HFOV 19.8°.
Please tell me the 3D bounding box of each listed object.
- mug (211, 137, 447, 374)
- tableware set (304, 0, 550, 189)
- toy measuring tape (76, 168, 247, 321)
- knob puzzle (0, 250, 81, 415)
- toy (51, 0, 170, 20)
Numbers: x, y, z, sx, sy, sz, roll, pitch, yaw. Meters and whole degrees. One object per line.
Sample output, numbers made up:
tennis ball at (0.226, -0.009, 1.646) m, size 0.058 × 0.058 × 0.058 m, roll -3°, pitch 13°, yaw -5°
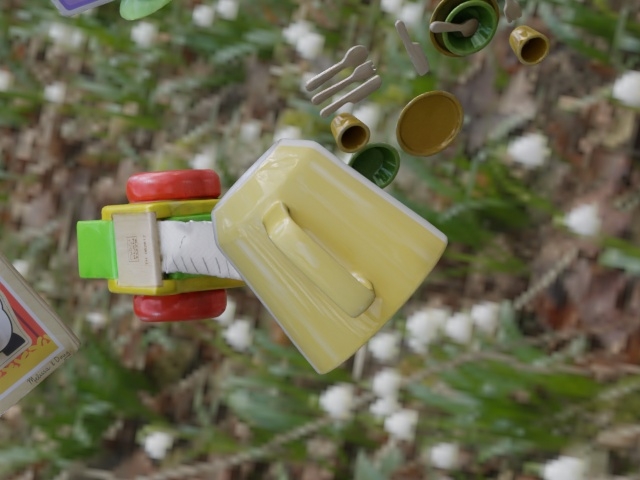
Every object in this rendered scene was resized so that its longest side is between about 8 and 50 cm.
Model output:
mug at (0.001, -0.002, 0.600) m, size 0.062 × 0.064 × 0.078 m, roll -49°, pitch 6°, yaw -26°
tableware set at (0.072, -0.096, 1.155) m, size 0.104 × 0.154 × 0.024 m, roll 61°, pitch 176°, yaw -39°
toy measuring tape at (-0.073, 0.003, 1.282) m, size 0.330 × 0.121 × 0.121 m, roll -1°, pitch 79°, yaw 62°
knob puzzle at (-0.264, 0.045, 1.049) m, size 0.030 × 0.213 × 0.213 m, roll -79°, pitch 3°, yaw -69°
toy at (-0.146, -0.191, 0.873) m, size 0.136 × 0.237 × 0.056 m, roll -13°, pitch 47°, yaw 32°
